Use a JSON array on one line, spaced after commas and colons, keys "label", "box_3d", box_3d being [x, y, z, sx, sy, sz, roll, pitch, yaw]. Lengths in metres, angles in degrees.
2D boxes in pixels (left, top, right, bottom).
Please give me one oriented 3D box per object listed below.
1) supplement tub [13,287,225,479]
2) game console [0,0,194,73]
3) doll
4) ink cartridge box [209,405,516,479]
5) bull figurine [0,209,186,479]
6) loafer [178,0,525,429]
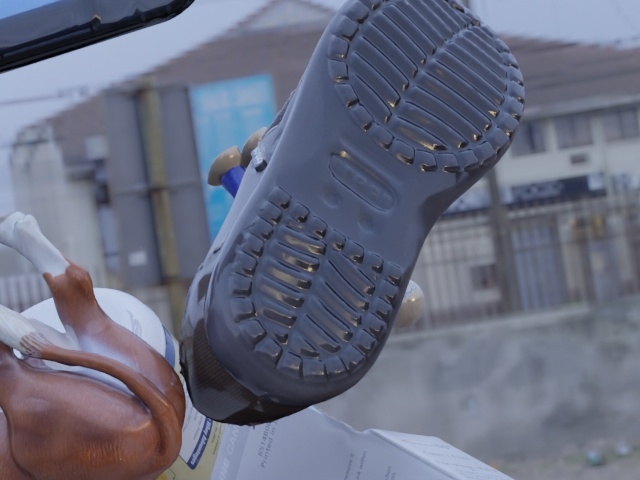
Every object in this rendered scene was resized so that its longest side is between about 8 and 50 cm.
[{"label": "supplement tub", "box_3d": [-0.165, 0.220, 1.497, 0.228, 0.316, 0.228, -23, 36, 18]}, {"label": "game console", "box_3d": [-0.231, -0.205, 0.811, 0.293, 0.250, 0.173, -18, -9, -2]}, {"label": "doll", "box_3d": [0.000, 0.000, 1.255, 0.129, 0.189, 0.046, -34, -20, -43]}, {"label": "ink cartridge box", "box_3d": [0.008, 0.251, 0.982, 0.066, 0.296, 0.261, 12, 6, -37]}, {"label": "bull figurine", "box_3d": [-0.184, 0.129, 0.986, 0.101, 0.188, 0.310, -36, -9, -50]}, {"label": "loafer", "box_3d": [0.005, -0.031, 1.015, 0.130, 0.134, 0.366, -41, 9, 45]}]
